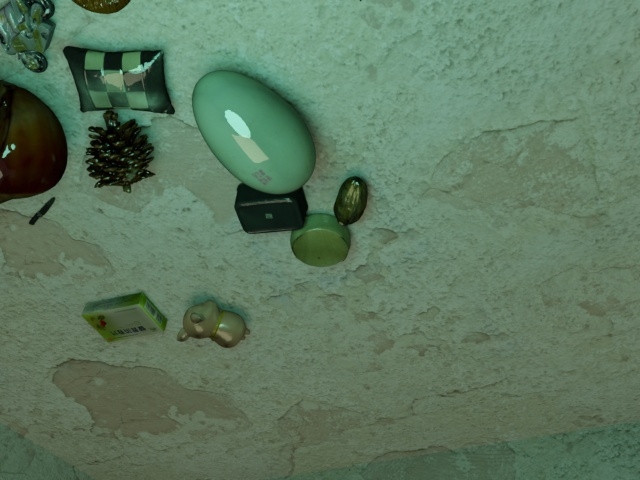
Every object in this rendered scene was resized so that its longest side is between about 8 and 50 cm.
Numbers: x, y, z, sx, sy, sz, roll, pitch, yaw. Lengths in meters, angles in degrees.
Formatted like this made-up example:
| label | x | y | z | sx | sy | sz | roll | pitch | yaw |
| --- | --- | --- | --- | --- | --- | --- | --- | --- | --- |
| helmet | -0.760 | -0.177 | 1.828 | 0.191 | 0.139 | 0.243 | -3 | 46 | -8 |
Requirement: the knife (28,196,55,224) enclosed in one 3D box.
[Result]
| label | x | y | z | sx | sy | sz | roll | pitch | yaw |
| --- | --- | --- | --- | --- | --- | --- | --- | --- | --- |
| knife | -0.885 | -0.093 | 2.026 | 0.023 | 0.010 | 0.170 | 36 | 127 | -26 |

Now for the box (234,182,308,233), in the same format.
| label | x | y | z | sx | sy | sz | roll | pitch | yaw |
| --- | --- | --- | --- | --- | --- | --- | --- | --- | --- |
| box | -0.146 | -0.096 | 1.871 | 0.200 | 0.090 | 0.145 | -4 | 136 | 11 |

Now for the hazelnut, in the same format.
| label | x | y | z | sx | sy | sz | roll | pitch | yaw |
| --- | --- | --- | --- | --- | --- | --- | --- | --- | --- |
| hazelnut | -0.873 | -0.241 | 1.643 | 0.409 | 0.359 | 0.359 | -21 | 130 | 16 |

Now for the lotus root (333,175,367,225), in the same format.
| label | x | y | z | sx | sy | sz | roll | pitch | yaw |
| --- | --- | --- | --- | --- | --- | --- | --- | --- | --- |
| lotus root | 0.089 | -0.113 | 1.829 | 0.089 | 0.081 | 0.179 | 21 | 131 | 5 |

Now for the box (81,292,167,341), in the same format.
| label | x | y | z | sx | sy | sz | roll | pitch | yaw |
| --- | --- | --- | --- | --- | --- | --- | --- | --- | --- |
| box | -0.726 | 0.288 | 2.361 | 0.260 | 0.062 | 0.175 | -12 | 133 | 18 |

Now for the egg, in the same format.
| label | x | y | z | sx | sy | sz | roll | pitch | yaw |
| --- | --- | --- | --- | --- | --- | --- | --- | --- | --- |
| egg | -0.167 | -0.269 | 1.597 | 0.229 | 0.230 | 0.371 | -31 | 119 | 33 |

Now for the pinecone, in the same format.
| label | x | y | z | sx | sy | sz | roll | pitch | yaw |
| --- | --- | --- | --- | --- | --- | --- | --- | --- | --- |
| pinecone | -0.541 | -0.241 | 1.714 | 0.168 | 0.185 | 0.213 | 22 | 119 | 18 |

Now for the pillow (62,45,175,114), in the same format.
| label | x | y | z | sx | sy | sz | roll | pitch | yaw |
| --- | --- | --- | --- | --- | --- | --- | --- | --- | --- |
| pillow | -0.498 | -0.399 | 1.593 | 0.249 | 0.106 | 0.186 | 2 | 136 | -1 |

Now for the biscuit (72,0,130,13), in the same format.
| label | x | y | z | sx | sy | sz | roll | pitch | yaw |
| --- | --- | --- | --- | --- | --- | --- | --- | --- | --- |
| biscuit | -0.514 | -0.602 | 1.442 | 0.187 | 0.027 | 0.188 | 3 | 136 | 3 |

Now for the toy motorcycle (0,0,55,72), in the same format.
| label | x | y | z | sx | sy | sz | roll | pitch | yaw |
| --- | --- | --- | --- | --- | --- | --- | --- | --- | --- |
| toy motorcycle | -0.722 | -0.514 | 1.527 | 0.152 | 0.073 | 0.225 | 22 | 135 | -11 |

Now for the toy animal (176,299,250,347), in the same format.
| label | x | y | z | sx | sy | sz | roll | pitch | yaw |
| --- | --- | --- | --- | --- | --- | --- | --- | --- | --- |
| toy animal | -0.374 | 0.307 | 2.286 | 0.247 | 0.149 | 0.165 | 16 | 121 | -26 |

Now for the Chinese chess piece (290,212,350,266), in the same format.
| label | x | y | z | sx | sy | sz | roll | pitch | yaw |
| --- | --- | --- | --- | --- | --- | --- | --- | --- | --- |
| Chinese chess piece | 0.000 | 0.000 | 1.961 | 0.188 | 0.083 | 0.189 | 1 | 136 | 1 |
